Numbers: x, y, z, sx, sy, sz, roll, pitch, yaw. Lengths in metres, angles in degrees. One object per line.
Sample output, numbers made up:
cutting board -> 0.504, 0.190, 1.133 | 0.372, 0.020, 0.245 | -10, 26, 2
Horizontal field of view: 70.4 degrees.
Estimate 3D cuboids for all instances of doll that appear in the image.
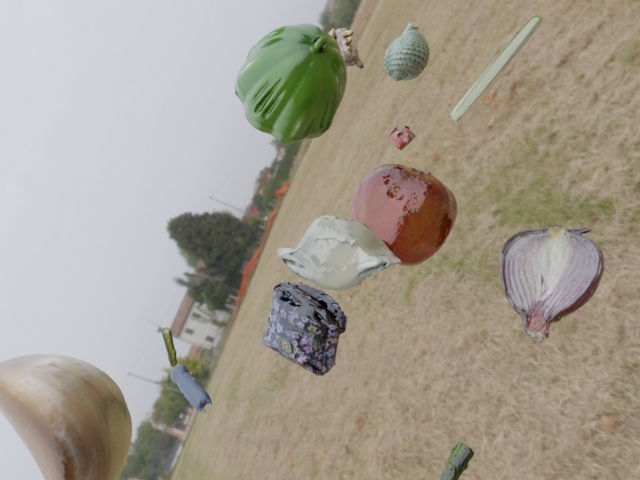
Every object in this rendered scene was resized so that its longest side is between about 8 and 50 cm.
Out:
doll -> -0.252, 0.286, 0.882 | 0.037, 0.125, 0.027 | -47, -35, -12

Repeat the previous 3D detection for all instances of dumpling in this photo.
dumpling -> 0.031, 0.012, 0.687 | 0.127, 0.187, 0.108 | -52, -40, -62

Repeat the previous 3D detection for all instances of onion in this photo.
onion -> 0.648, 0.138, 1.304 | 0.267, 0.159, 0.349 | 11, 71, 39

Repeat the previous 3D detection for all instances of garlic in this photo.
garlic -> -0.284, 0.183, 0.498 | 0.128, 0.206, 0.115 | -56, -9, 32

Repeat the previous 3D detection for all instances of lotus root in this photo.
lotus root -> -0.026, -0.262, 0.696 | 0.186, 0.186, 0.186 | -158, 90, -81

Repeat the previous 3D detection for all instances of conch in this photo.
conch -> 0.136, -0.276, 0.678 | 0.056, 0.076, 0.085 | 43, 106, 40

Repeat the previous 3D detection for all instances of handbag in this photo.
handbag -> -0.042, 0.213, 1.131 | 0.126, 0.228, 0.208 | -29, -44, -45

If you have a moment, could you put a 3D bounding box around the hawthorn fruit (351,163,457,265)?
hawthorn fruit -> 0.209, -0.046, 1.258 | 0.331, 0.287, 0.287 | -64, 9, 3

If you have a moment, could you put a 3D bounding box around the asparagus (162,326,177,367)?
asparagus -> -0.391, 0.280, 1.184 | 0.021, 0.025, 0.108 | 151, 105, -70

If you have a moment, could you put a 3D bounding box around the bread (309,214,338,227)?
bread -> -0.002, -0.005, 1.608 | 0.036, 0.112, 0.193 | 2, -75, -53

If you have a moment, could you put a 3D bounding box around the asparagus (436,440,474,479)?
asparagus -> 0.201, 0.410, 0.740 | 0.165, 0.036, 0.030 | -58, 6, -17

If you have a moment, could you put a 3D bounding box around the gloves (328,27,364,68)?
gloves -> 0.030, -0.454, 1.110 | 0.144, 0.111, 0.094 | -14, 24, 23

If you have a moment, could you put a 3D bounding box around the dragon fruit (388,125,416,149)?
dragon fruit -> 0.227, -0.291, 1.266 | 0.056, 0.060, 0.083 | -48, -5, 30

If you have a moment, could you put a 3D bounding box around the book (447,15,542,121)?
book -> 0.396, -0.382, 1.036 | 0.239, 0.035, 0.352 | -52, -5, 27
